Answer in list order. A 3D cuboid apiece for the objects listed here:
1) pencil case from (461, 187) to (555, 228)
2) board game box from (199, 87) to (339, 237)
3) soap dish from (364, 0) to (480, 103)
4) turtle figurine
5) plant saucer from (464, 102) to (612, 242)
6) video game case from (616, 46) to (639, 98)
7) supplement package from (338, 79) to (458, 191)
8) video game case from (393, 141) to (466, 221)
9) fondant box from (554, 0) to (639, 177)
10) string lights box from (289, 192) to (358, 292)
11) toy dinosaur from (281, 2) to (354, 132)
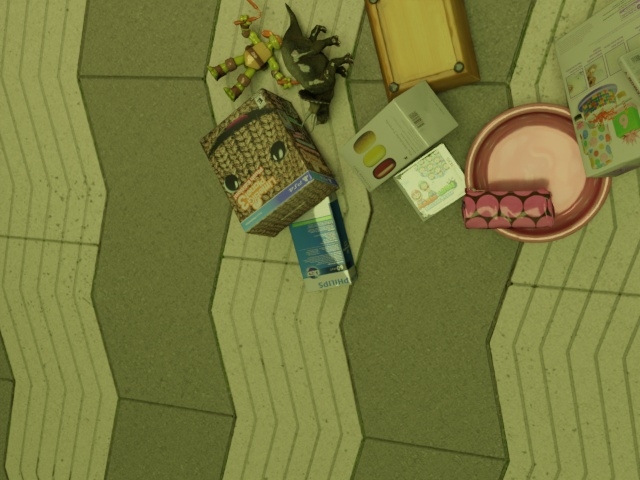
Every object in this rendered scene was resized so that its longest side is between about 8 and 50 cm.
[{"bbox_3d":[0.435,-0.076,1.576,0.209,0.095,0.098,0,86,15],"label":"pencil case"},{"bbox_3d":[-0.134,-0.194,1.729,0.232,0.141,0.291,-37,70,21],"label":"board game box"},{"bbox_3d":[0.235,-0.492,1.610,0.229,0.118,0.290,-12,100,19],"label":"soap dish"},{"bbox_3d":[-0.182,-0.478,1.747,0.217,0.087,0.269,-38,108,-2],"label":"turtle figurine"},{"bbox_3d":[0.516,-0.162,1.621,0.332,0.084,0.332,4,103,17],"label":"plant saucer"},{"bbox_3d":[0.694,-0.310,1.278,0.201,0.023,0.183,-26,80,-5],"label":"video game case"},{"bbox_3d":[0.181,-0.244,1.619,0.139,0.134,0.244,53,143,0],"label":"supplement package"},{"bbox_3d":[0.287,-0.148,1.726,0.157,0.019,0.143,-34,91,21],"label":"video game case"},{"bbox_3d":[0.642,-0.324,1.420,0.238,0.096,0.330,-30,66,61],"label":"fondant box"},{"bbox_3d":[0.000,0.000,1.815,0.133,0.077,0.259,-12,99,19],"label":"string lights box"},{"bbox_3d":[-0.024,-0.445,1.674,0.160,0.121,0.313,-31,101,-15],"label":"toy dinosaur"}]
